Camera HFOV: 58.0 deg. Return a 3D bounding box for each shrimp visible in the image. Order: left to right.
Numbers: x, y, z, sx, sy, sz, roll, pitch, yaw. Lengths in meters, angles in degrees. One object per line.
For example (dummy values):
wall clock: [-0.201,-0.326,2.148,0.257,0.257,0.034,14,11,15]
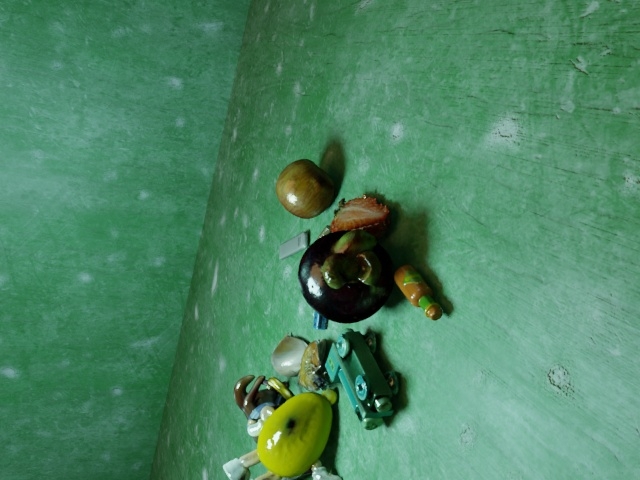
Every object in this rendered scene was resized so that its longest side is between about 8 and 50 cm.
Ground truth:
shrimp: [-0.019,0.415,1.892,0.317,0.062,0.164,171,106,-76]

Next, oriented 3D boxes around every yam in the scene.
yam: [0.000,0.000,2.104,0.145,0.032,0.032,-56,36,40]

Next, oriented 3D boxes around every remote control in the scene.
remote control: [-0.107,0.023,2.320,0.261,0.029,0.067,153,121,-61]

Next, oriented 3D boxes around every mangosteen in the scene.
mangosteen: [0.074,0.097,1.646,0.288,0.288,0.287,-28,58,58]

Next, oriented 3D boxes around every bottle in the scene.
bottle: [0.260,0.140,1.509,0.187,0.069,0.069,57,132,50]

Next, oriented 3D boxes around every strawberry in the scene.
strawberry: [0.131,-0.046,1.793,0.175,0.106,0.236,-41,34,-1]

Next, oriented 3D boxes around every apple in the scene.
apple: [-0.054,-0.185,2.076,0.188,0.211,0.211,-44,38,12]

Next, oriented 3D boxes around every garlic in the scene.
garlic: [-0.094,0.430,2.119,0.267,0.129,0.148,-5,90,52]

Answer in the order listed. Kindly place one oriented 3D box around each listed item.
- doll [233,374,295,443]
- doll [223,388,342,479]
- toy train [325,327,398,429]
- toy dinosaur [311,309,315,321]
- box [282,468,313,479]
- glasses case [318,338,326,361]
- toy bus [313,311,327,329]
doll: [-0.180,0.627,2.114,0.317,0.209,0.340,70,166,-14]
doll: [-0.113,0.689,1.849,0.161,0.424,0.347,58,-165,-64]
toy train: [0.116,0.400,1.675,0.298,0.120,0.194,-118,36,-50]
toy dinosaur: [-0.022,0.248,2.089,0.083,0.021,0.062,-56,29,34]
box: [-0.091,0.825,2.026,0.207,0.050,0.041,-50,42,47]
glasses case: [0.002,0.383,1.999,0.032,0.021,0.083,20,100,65]
toy bus: [0.001,0.268,2.008,0.038,0.046,0.083,9,91,63]
